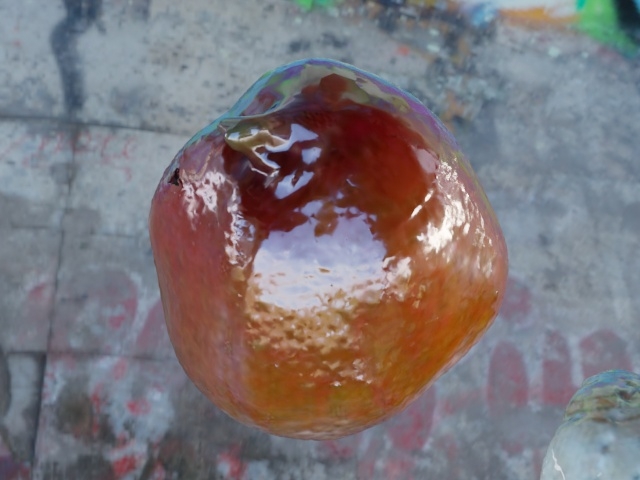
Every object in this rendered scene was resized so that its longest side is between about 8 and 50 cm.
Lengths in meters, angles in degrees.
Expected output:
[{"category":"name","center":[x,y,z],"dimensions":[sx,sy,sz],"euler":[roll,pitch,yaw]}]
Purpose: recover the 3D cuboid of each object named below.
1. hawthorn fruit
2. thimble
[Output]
[{"category":"hawthorn fruit","center":[0.006,0.001,0.966],"dimensions":[0.295,0.311,0.295],"euler":[5,34,-4]},{"category":"thimble","center":[0.322,0.268,1.157],"dimensions":[0.195,0.292,0.291],"euler":[18,47,24]}]
